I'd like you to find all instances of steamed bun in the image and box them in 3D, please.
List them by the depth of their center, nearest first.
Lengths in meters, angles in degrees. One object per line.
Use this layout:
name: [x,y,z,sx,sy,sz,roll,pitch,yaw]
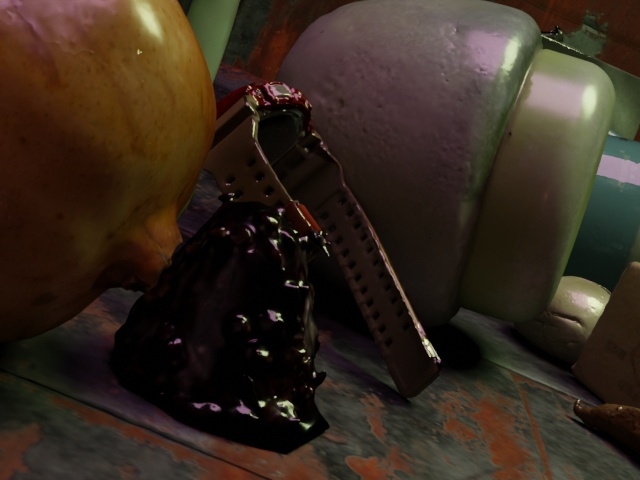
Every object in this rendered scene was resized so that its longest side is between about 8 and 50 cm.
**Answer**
steamed bun: [0.284,0.087,1.295,0.112,0.091,0.130,15,14,-30]

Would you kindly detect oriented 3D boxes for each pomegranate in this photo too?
pomegranate: [-0.185,-0.065,0.646,0.264,0.264,0.264,22,11,-5]

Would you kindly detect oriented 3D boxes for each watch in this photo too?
watch: [-0.006,-0.007,0.918,0.165,0.102,0.268,26,30,-52]

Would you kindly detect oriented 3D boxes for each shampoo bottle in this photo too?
shampoo bottle: [0.109,-0.079,1.137,0.317,0.322,0.322,15,9,13]

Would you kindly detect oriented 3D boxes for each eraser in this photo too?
eraser: [0.388,0.148,1.087,0.078,0.144,0.343,19,13,-30]

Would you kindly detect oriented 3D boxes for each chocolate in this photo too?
chocolate: [-0.048,0.040,0.741,0.156,0.133,0.156,21,13,-5]

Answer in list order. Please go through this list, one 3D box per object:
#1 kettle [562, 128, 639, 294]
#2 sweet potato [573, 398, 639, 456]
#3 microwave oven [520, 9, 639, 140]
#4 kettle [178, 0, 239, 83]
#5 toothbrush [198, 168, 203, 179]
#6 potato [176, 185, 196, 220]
kettle: [0.281,-0.073,1.558,0.342,0.247,0.319,17,53,7]
sweet potato: [0.315,0.181,1.009,0.206,0.060,0.068,19,-32,38]
microwave oven: [0.295,-0.182,1.899,0.236,0.374,0.432,19,7,-17]
kettle: [-0.195,-0.221,1.364,0.165,0.255,0.240,23,11,-13]
toothbrush: [-0.208,-0.080,1.219,0.042,0.040,0.418,31,12,12]
potato: [-0.196,-0.066,0.909,0.169,0.143,0.248,24,10,30]
